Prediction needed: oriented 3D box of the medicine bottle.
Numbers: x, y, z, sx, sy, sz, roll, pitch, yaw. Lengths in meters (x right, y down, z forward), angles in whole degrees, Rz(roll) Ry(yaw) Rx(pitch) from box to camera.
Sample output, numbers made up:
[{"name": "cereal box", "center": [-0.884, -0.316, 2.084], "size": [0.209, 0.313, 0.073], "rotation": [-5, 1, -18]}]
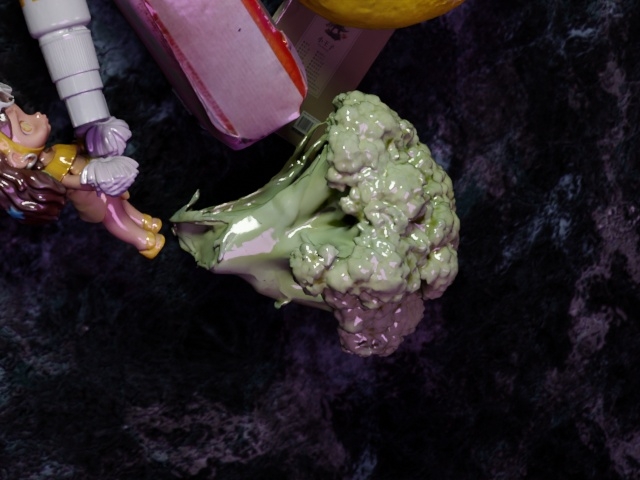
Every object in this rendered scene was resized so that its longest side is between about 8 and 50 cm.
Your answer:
[{"name": "medicine bottle", "center": [-0.250, -0.218, 1.562], "size": [0.061, 0.092, 0.220], "rotation": [-16, 92, 7]}]

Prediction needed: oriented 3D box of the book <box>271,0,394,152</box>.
[{"name": "book", "center": [-0.005, -0.207, 1.781], "size": [0.138, 0.016, 0.198], "rotation": [32, 93, -37]}]

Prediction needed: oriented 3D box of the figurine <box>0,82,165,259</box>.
[{"name": "figurine", "center": [-0.256, -0.066, 1.611], "size": [0.240, 0.174, 0.116], "rotation": [22, 107, -22]}]

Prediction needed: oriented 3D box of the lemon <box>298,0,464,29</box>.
[{"name": "lemon", "center": [0.072, -0.330, 1.641], "size": [0.263, 0.236, 0.236], "rotation": [-45, 126, -3]}]

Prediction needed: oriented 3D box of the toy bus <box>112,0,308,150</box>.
[{"name": "toy bus", "center": [-0.124, -0.224, 1.618], "size": [0.127, 0.147, 0.302], "rotation": [-36, 121, -4]}]

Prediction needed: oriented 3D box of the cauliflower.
[{"name": "cauliflower", "center": [0.021, 0.001, 1.736], "size": [0.281, 0.260, 0.327], "rotation": [-29, 124, -17]}]
